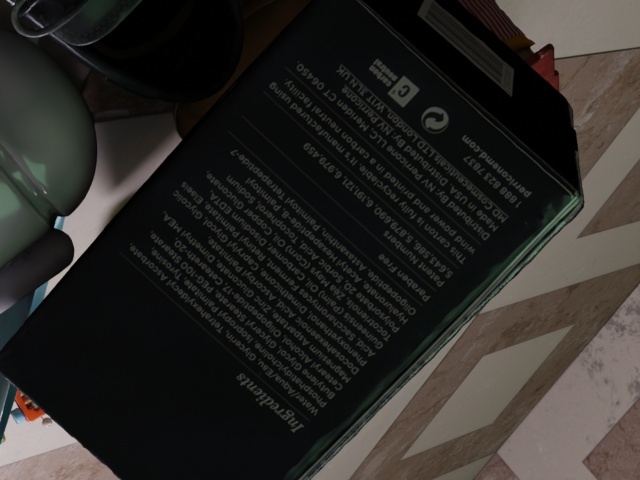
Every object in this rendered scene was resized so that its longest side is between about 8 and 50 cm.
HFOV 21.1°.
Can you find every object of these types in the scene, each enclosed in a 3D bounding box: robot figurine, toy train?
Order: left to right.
[{"bbox_3d":[-0.344,-0.053,1.520,0.353,0.200,0.300,-39,127,-4],"label":"robot figurine"},{"bbox_3d":[-0.320,0.139,2.061,0.166,0.125,0.046,-37,-164,-18],"label":"toy train"}]

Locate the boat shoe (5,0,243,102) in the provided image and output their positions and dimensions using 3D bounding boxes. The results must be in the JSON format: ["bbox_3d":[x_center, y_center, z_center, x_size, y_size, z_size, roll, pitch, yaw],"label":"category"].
[{"bbox_3d":[-0.190,-0.250,1.342,0.187,0.156,0.500,-43,153,-1],"label":"boat shoe"}]

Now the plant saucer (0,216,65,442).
[{"bbox_3d":[-0.316,0.071,1.784,0.317,0.043,0.318,-165,-90,-84],"label":"plant saucer"}]

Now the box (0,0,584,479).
[{"bbox_3d":[-0.010,-0.017,1.684,0.472,0.297,0.480,-48,-175,15],"label":"box"}]

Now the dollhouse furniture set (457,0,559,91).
[{"bbox_3d":[0.078,-0.153,2.006,0.374,0.201,0.152,-37,158,-3],"label":"dollhouse furniture set"}]

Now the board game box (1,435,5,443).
[{"bbox_3d":[-0.480,0.207,1.920,0.124,0.039,0.259,-35,142,11],"label":"board game box"}]

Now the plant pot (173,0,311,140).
[{"bbox_3d":[-0.072,-0.198,1.904,0.236,0.032,0.236,-33,157,-16],"label":"plant pot"}]
